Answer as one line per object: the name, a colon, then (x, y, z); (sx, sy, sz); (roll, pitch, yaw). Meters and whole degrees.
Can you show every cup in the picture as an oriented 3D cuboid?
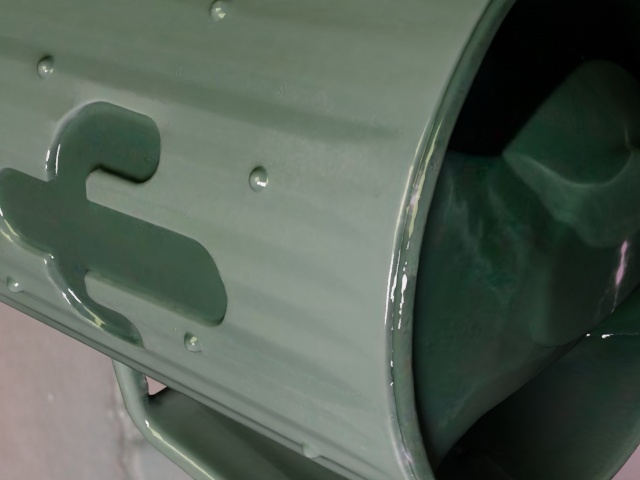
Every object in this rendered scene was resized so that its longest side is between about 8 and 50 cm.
cup: (-0.014, -0.005, 0.973); (0.392, 0.310, 0.401); (17, 94, 35)
